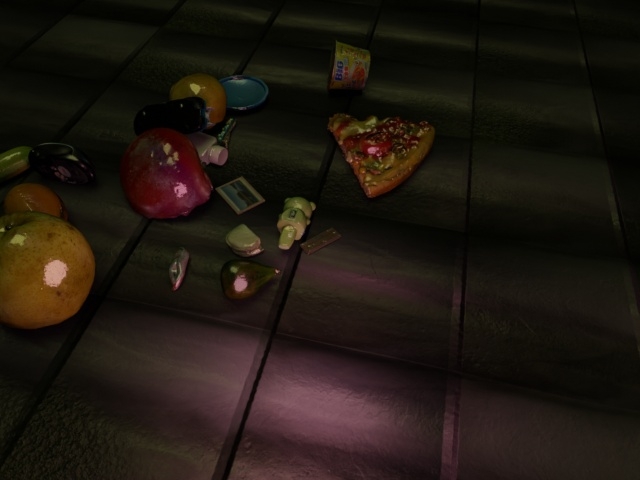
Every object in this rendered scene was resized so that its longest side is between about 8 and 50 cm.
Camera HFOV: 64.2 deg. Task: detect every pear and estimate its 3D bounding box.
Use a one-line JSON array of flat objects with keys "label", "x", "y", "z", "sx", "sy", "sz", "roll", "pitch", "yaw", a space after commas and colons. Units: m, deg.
[{"label": "pear", "x": -0.753, "y": 0.067, "z": 1.340, "sx": 0.304, "sy": 0.303, "sz": 0.303, "roll": 1, "pitch": 49, "yaw": -1}, {"label": "pear", "x": -0.449, "y": -0.515, "z": 1.909, "sx": 0.209, "sy": 0.208, "sz": 0.208, "roll": 1, "pitch": 49, "yaw": -1}]

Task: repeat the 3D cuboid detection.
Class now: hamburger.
[{"label": "hamburger", "x": -0.241, "y": 0.003, "z": 1.566, "sx": 0.084, "sy": 0.054, "sz": 0.121, "roll": -31, "pitch": 54, "yaw": -20}]

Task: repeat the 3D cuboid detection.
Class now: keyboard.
[{"label": "keyboard", "x": 0.000, "y": 0.000, "z": 1.600, "sx": 0.129, "sy": 0.015, "sz": 0.049, "roll": -29, "pitch": 51, "yaw": -24}]

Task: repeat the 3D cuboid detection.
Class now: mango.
[{"label": "mango", "x": -0.867, "y": -0.078, "z": 1.560, "sx": 0.167, "sy": 0.136, "sz": 0.236, "roll": -17, "pitch": 57, "yaw": -19}]

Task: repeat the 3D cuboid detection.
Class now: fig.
[{"label": "fig", "x": -0.200, "y": 0.103, "z": 1.451, "sx": 0.178, "sy": 0.117, "sz": 0.117, "roll": -12, "pitch": 49, "yaw": -33}]

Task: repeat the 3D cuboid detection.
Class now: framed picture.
[{"label": "framed picture", "x": -0.271, "y": -0.153, "z": 1.723, "sx": 0.109, "sy": 0.011, "sz": 0.149, "roll": -30, "pitch": 57, "yaw": -25}]

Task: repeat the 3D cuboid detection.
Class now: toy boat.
[{"label": "toy boat", "x": -0.519, "y": -0.419, "z": 1.814, "sx": 0.299, "sy": 0.092, "sz": 0.134, "roll": -3, "pitch": 87, "yaw": 23}]

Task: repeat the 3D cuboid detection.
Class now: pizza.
[{"label": "pizza", "x": 0.178, "y": -0.363, "z": 1.845, "sx": 0.406, "sy": 0.130, "sz": 0.440, "roll": 31, "pitch": 55, "yaw": 20}]

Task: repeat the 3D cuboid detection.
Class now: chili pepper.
[{"label": "chili pepper", "x": -0.418, "y": 0.077, "z": 1.503, "sx": 0.050, "sy": 0.041, "sz": 0.153, "roll": -27, "pitch": 40, "yaw": 32}]

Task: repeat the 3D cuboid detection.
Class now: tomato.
[{"label": "tomato", "x": -0.521, "y": -0.226, "z": 1.638, "sx": 0.290, "sy": 0.176, "sz": 0.334, "roll": -25, "pitch": 64, "yaw": -3}]

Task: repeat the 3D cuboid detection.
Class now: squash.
[{"label": "squash", "x": -1.058, "y": -0.260, "z": 1.744, "sx": 0.095, "sy": 0.095, "sz": 0.188, "roll": 36, "pitch": 52, "yaw": 25}]

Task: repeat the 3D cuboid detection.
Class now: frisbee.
[{"label": "frisbee", "x": -0.331, "y": -0.593, "z": 2.077, "sx": 0.242, "sy": 0.045, "sz": 0.242, "roll": 1, "pitch": 50, "yaw": -2}]

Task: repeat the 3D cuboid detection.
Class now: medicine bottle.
[{"label": "medicine bottle", "x": -0.426, "y": -0.328, "z": 1.830, "sx": 0.183, "sy": 0.069, "sz": 0.119, "roll": 20, "pitch": 55, "yaw": 17}]

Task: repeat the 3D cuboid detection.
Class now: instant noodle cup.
[{"label": "instant noodle cup", "x": 0.116, "y": -0.712, "z": 2.112, "sx": 0.153, "sy": 0.205, "sz": 0.204, "roll": 8, "pitch": 49, "yaw": -9}]

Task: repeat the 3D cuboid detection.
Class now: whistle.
[{"label": "whistle", "x": -0.084, "y": -0.057, "z": 1.598, "sx": 0.105, "sy": 0.085, "sz": 0.227, "roll": 10, "pitch": 48, "yaw": 7}]

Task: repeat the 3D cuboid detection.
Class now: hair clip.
[{"label": "hair clip", "x": -0.352, "y": -0.409, "z": 1.919, "sx": 0.049, "sy": 0.049, "sz": 0.172, "roll": 8, "pitch": 51, "yaw": 5}]

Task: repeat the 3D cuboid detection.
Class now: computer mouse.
[{"label": "computer mouse", "x": -0.858, "y": -0.264, "z": 1.716, "sx": 0.234, "sy": 0.137, "sz": 0.096, "roll": 11, "pitch": 53, "yaw": 9}]
